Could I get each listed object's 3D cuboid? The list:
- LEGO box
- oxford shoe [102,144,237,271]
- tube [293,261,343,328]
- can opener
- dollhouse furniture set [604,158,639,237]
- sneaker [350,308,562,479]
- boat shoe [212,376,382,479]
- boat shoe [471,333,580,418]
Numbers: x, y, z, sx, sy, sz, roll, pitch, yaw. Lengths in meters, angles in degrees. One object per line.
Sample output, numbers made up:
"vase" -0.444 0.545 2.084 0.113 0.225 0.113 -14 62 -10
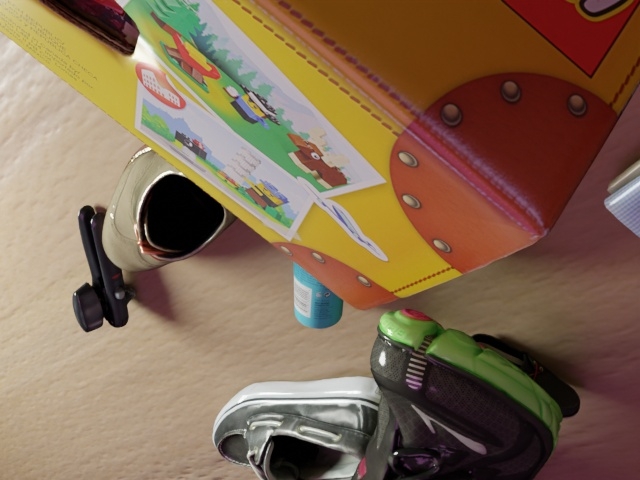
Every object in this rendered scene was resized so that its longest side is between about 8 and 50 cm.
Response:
"LEGO box" -0.045 -0.272 0.439 0.500 0.372 0.193 38 159 -7
"oxford shoe" -0.163 -0.032 0.976 0.123 0.130 0.348 42 142 -9
"tube" 0.000 0.000 0.972 0.080 0.052 0.207 17 132 17
"can opener" -0.270 0.039 1.183 0.059 0.073 0.186 25 131 23
"dollhouse furniture set" 0.312 0.053 0.697 0.303 0.198 0.286 39 140 -6
"sneaker" 0.119 0.245 0.963 0.185 0.202 0.483 26 151 29
"boat shoe" -0.042 0.251 1.194 0.121 0.119 0.335 47 138 -17
"boat shoe" 0.205 0.140 0.972 0.133 0.049 0.042 28 148 14
